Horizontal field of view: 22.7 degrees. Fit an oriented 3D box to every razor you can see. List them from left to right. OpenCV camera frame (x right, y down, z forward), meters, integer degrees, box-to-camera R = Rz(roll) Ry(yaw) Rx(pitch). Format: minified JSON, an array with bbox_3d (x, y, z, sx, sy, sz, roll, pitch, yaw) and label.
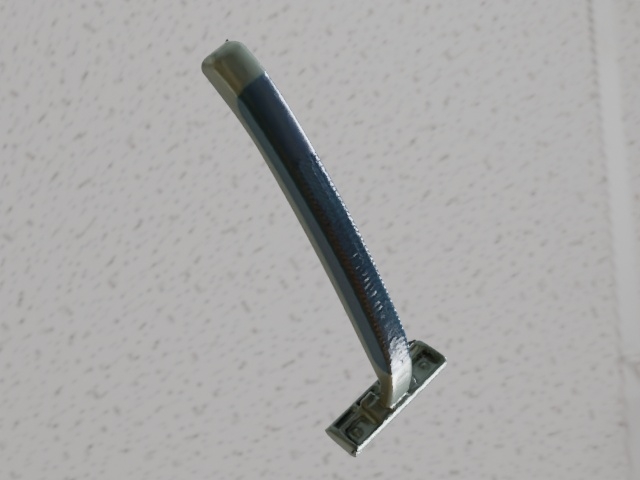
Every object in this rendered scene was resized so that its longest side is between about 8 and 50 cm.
[{"bbox_3d":[0.003,0.001,0.677,0.068,0.037,0.191,-42,-59,-31],"label":"razor"}]
